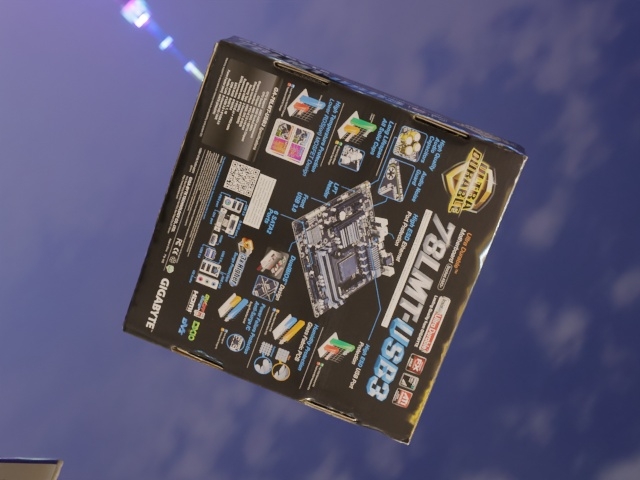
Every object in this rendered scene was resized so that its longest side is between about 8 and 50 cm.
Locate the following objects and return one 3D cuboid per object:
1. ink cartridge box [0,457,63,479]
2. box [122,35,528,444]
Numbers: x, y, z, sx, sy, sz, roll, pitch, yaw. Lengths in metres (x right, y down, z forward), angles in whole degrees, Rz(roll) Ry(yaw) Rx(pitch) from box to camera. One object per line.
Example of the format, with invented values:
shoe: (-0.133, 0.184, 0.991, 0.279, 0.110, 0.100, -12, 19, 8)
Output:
ink cartridge box: (-0.390, 0.323, 0.958, 0.304, 0.072, 0.307, -2, -140, 15)
box: (0.000, 0.000, 1.056, 0.073, 0.293, 0.295, -65, 175, -76)
